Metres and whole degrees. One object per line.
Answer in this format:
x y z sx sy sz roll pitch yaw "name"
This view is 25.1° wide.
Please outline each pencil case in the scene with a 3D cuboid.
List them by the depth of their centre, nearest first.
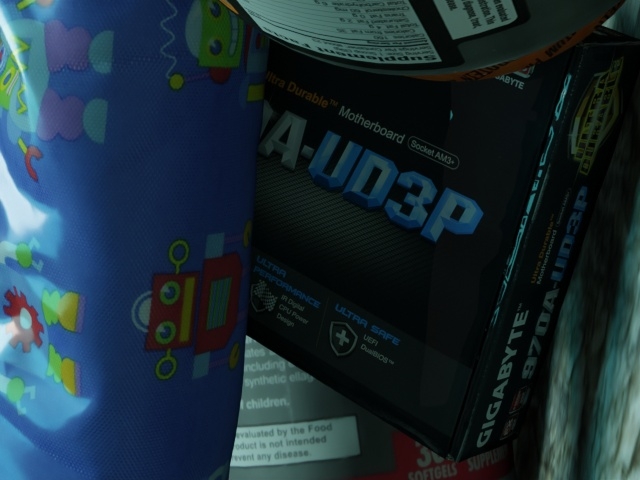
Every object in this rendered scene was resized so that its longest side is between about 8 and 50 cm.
-0.091 0.011 0.587 0.119 0.133 0.306 -7 -73 -49 "pencil case"

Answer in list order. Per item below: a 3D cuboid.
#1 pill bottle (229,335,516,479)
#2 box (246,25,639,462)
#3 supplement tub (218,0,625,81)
0.000 0.000 0.771 0.176 0.176 0.318 -15 -83 -87 "pill bottle"
0.010 -0.035 0.608 0.051 0.220 0.175 -9 -59 -49 "box"
0.013 -0.161 0.377 0.316 0.194 0.193 38 -121 -71 "supplement tub"
